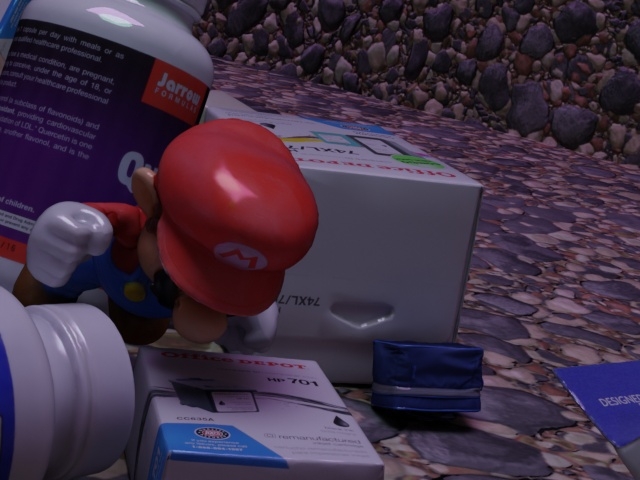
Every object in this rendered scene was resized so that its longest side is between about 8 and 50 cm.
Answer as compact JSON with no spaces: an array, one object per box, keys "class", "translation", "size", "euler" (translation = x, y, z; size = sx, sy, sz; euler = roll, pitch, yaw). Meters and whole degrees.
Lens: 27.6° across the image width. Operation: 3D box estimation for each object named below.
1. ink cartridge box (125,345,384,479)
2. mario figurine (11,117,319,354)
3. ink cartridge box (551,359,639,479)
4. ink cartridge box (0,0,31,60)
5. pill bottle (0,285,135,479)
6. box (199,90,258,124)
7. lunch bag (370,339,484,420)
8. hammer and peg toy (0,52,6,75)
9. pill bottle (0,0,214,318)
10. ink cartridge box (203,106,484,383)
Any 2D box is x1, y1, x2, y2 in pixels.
[{"class":"ink cartridge box","translation":[-0.052,0.142,0.872],"size":[0.139,0.082,0.190],"euler":[6,15,-15]},{"class":"mario figurine","translation":[-0.116,0.034,0.931],"size":[0.198,0.170,0.320],"euler":[-30,3,-33]},{"class":"ink cartridge box","translation":[0.346,0.167,0.823],"size":[0.303,0.072,0.307],"euler":[-1,47,-36]},{"class":"ink cartridge box","translation":[-0.447,-0.229,1.738],"size":[0.168,0.171,0.232],"euler":[16,-18,19]},{"class":"pill bottle","translation":[-0.250,0.098,0.752],"size":[0.272,0.152,0.152],"euler":[-3,19,-42]},{"class":"box","translation":[-0.048,-0.061,1.504],"size":[0.275,0.113,0.094],"euler":[34,22,16]},{"class":"lunch bag","translation":[0.093,0.120,1.109],"size":[0.098,0.065,0.067],"euler":[5,-1,-18]},{"class":"hammer and peg toy","translation":[-0.379,-0.183,1.315],"size":[0.127,0.361,0.266],"euler":[-20,35,10]},{"class":"pill bottle","translation":[-0.207,-0.096,1.168],"size":[0.181,0.323,0.181],"euler":[19,-2,1]},{"class":"ink cartridge box","translation":[0.000,0.000,1.248],"size":[0.198,0.197,0.270],"euler":[5,15,-21]}]
